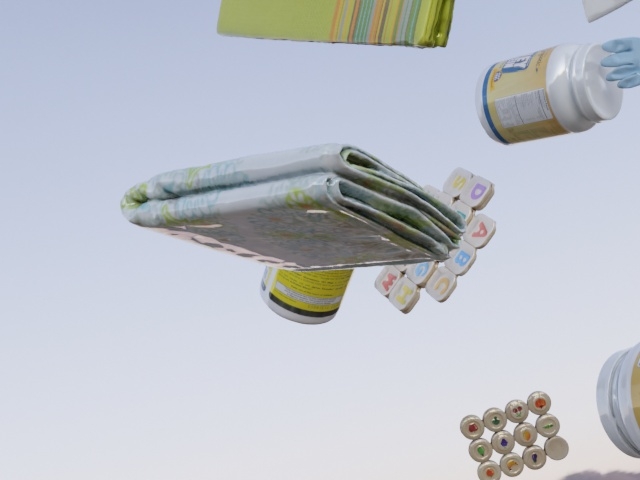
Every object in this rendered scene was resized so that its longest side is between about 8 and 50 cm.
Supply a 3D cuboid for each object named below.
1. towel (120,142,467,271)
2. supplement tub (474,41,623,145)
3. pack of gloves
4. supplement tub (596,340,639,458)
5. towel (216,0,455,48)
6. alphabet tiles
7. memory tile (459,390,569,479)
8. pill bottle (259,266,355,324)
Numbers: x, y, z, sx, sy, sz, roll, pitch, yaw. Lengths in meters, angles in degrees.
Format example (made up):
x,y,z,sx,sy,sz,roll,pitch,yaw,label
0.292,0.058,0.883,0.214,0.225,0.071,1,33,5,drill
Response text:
x,y,z,sx,sy,sz,roll,pitch,yaw,label
-0.032,-0.035,1.068,0.375,0.090,0.321,-6,-19,37,towel
0.369,-0.238,1.262,0.144,0.144,0.200,9,-10,-41,supplement tub
0.484,-0.328,1.087,0.046,0.195,0.232,-12,1,-32,pack of gloves
0.627,0.251,1.236,0.228,0.228,0.316,0,-13,-28,supplement tub
0.004,-0.185,0.528,0.021,0.102,0.237,7,8,-40,towel
0.206,-0.004,1.434,0.021,0.278,0.284,32,-84,-26,alphabet tiles
0.296,0.302,1.184,0.148,0.113,0.012,-19,0,-3,memory tile
0.000,0.000,1.664,0.188,0.188,0.333,2,-58,-32,pill bottle
